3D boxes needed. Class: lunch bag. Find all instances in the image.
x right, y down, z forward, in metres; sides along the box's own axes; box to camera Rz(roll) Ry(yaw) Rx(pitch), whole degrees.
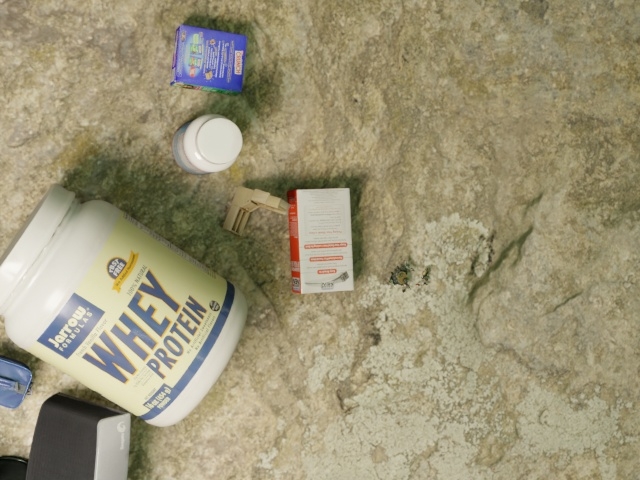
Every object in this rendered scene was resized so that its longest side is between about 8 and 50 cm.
[{"bbox_3d":[-0.465,0.204,1.418,0.098,0.065,0.067,21,84,-18],"label":"lunch bag"}]

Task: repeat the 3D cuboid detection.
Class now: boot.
[{"bbox_3d":[-0.473,0.338,1.401,0.121,0.099,0.045,14,88,-19],"label":"boot"}]

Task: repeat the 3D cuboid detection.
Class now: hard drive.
[{"bbox_3d":[-0.356,0.360,1.406,0.054,0.172,0.254,5,93,-55],"label":"hard drive"}]

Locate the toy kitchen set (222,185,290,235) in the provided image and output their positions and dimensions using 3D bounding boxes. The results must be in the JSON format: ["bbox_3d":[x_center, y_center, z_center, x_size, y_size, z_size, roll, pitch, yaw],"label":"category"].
[{"bbox_3d":[-0.093,-0.035,1.544,0.068,0.083,0.075,30,79,-59],"label":"toy kitchen set"}]

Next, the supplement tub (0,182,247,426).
[{"bbox_3d":[-0.293,0.090,1.386,0.325,0.235,0.235,35,80,-17],"label":"supplement tub"}]

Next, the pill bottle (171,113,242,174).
[{"bbox_3d":[-0.168,-0.144,1.463,0.087,0.160,0.087,0,91,-19],"label":"pill bottle"}]

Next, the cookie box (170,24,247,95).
[{"bbox_3d":[-0.174,-0.279,1.522,0.107,0.040,0.091,7,89,-19],"label":"cookie box"}]

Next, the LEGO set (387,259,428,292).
[{"bbox_3d":[0.144,0.062,1.652,0.083,0.023,0.054,20,87,-31],"label":"LEGO set"}]

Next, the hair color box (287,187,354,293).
[{"bbox_3d":[0.000,0.000,1.581,0.093,0.053,0.167,-3,91,-20],"label":"hair color box"}]
